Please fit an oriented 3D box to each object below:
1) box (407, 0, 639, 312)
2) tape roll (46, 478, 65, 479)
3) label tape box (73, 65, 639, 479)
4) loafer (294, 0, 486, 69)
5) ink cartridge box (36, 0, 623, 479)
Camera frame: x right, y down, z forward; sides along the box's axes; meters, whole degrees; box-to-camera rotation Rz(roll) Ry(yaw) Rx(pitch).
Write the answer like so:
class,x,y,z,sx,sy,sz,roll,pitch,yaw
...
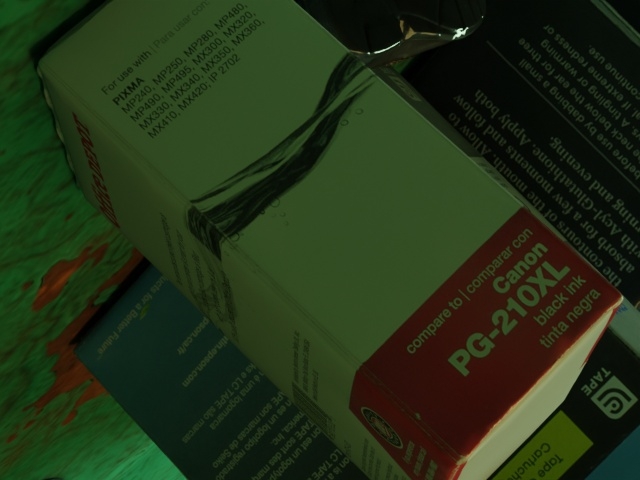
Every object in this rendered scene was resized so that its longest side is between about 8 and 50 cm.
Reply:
class,x,y,z,sx,sy,sz,roll,pitch,yaw
box,0.141,0.000,1.232,0.395,0.212,0.293,-49,167,24
tape roll,-0.241,0.270,1.233,0.219,0.072,0.219,-41,167,-11
label tape box,0.057,0.094,0.998,0.240,0.334,0.106,-47,166,15
loafer,0.027,-0.117,0.891,0.061,0.062,0.170,-26,176,36
ink cartridge box,0.000,0.000,0.756,0.100,0.237,0.172,-44,167,-13
